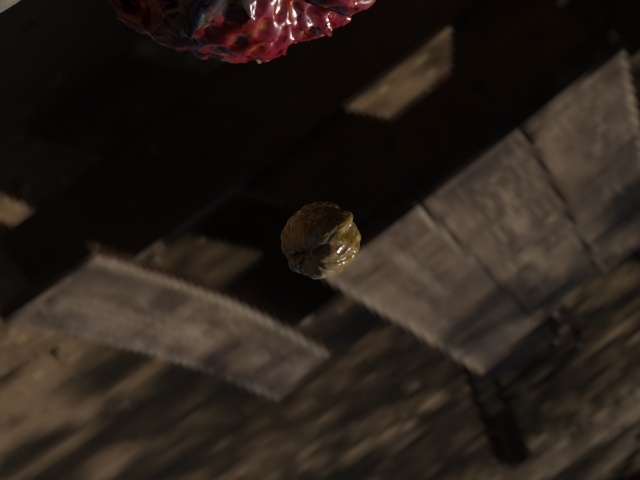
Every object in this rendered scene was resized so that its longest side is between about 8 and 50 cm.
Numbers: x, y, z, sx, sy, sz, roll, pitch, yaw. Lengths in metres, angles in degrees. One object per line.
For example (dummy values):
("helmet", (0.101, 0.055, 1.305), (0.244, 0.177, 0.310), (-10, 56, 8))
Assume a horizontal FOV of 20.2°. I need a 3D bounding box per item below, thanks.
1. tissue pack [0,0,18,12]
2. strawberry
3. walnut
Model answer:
("tissue pack", (-0.361, -0.332, 1.301), (0.267, 0.387, 0.277), (-69, 167, -52))
("strawberry", (-0.023, -0.243, 1.211), (0.261, 0.261, 0.257), (-44, 147, 26))
("walnut", (0.000, 0.000, 1.894), (0.082, 0.079, 0.096), (-42, -178, 28))
